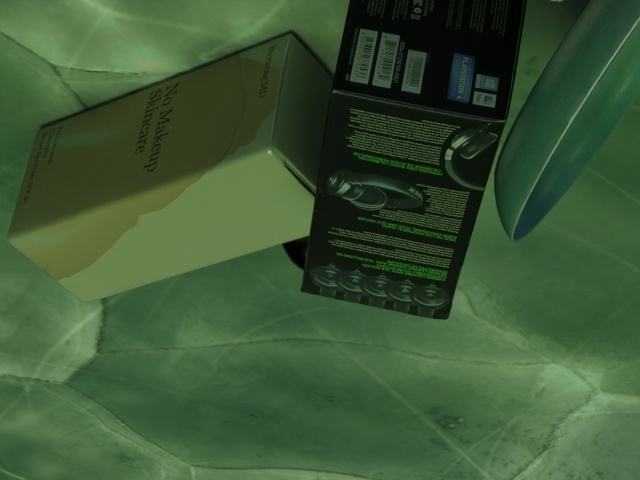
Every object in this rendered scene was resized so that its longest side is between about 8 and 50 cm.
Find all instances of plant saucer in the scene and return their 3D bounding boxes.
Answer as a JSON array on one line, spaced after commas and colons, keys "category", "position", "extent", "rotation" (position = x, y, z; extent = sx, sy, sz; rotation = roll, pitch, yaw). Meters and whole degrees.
[{"category": "plant saucer", "position": [0.220, -0.140, 1.239], "extent": [0.043, 0.317, 0.318], "rotation": [36, 146, 11]}]

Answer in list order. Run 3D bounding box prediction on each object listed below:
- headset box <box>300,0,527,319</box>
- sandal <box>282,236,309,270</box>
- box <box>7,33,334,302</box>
[{"category": "headset box", "position": [0.075, -0.108, 1.328], "extent": [0.131, 0.246, 0.283], "rotation": [11, 144, 1]}, {"category": "sandal", "position": [0.000, 0.000, 1.658], "extent": [0.090, 0.060, 0.219], "rotation": [-25, 133, 38]}, {"category": "box", "position": [-0.126, -0.061, 1.528], "extent": [0.311, 0.148, 0.121], "rotation": [-18, 137, 30]}]
